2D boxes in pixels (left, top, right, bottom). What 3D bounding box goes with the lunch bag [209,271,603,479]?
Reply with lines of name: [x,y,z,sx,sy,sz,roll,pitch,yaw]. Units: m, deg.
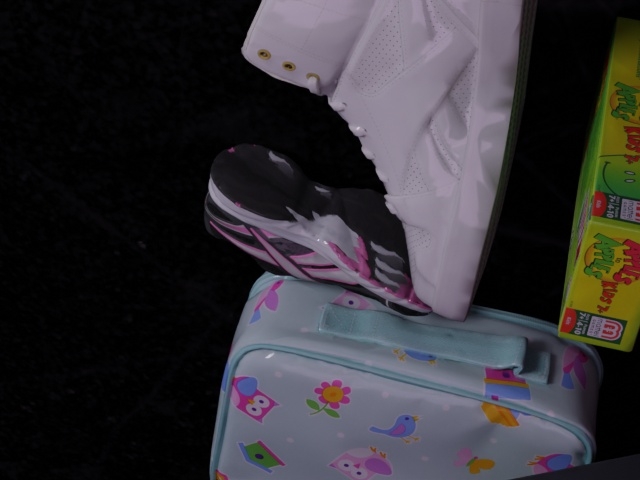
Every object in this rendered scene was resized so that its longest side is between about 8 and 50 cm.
lunch bag: [0.066,0.131,1.139,0.279,0.108,0.224,13,132,3]

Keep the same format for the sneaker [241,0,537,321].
sneaker: [0.037,-0.088,0.947,0.169,0.108,0.293,9,125,10]

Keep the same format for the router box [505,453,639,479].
router box: [0.241,0.249,1.124,0.308,0.081,0.243,-8,138,-17]

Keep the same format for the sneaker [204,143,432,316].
sneaker: [0.000,0.000,1.071,0.178,0.072,0.077,31,145,-2]

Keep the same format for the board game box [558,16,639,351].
board game box: [0.173,-0.035,0.892,0.043,0.181,0.092,12,135,5]
